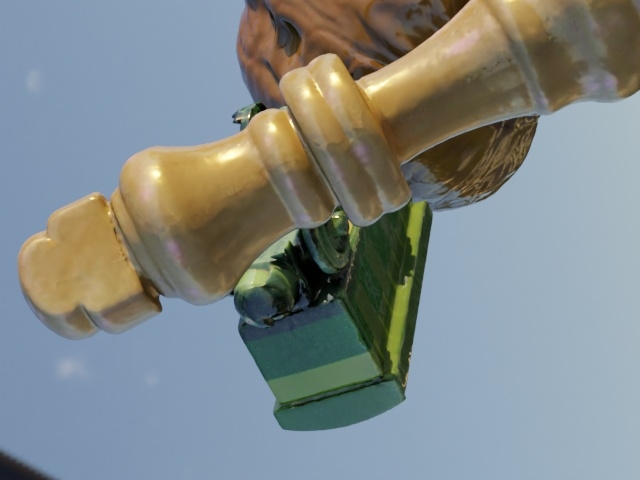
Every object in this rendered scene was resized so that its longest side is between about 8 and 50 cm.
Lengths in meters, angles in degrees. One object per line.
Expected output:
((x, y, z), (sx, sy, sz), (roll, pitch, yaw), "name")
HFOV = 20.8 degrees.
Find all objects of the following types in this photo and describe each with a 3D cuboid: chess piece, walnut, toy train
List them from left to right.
((0.000, 0.000, 1.431), (0.301, 0.120, 0.202), (-76, -35, -54), "toy train")
((0.010, -0.056, 0.991), (0.117, 0.397, 0.117), (62, -178, -4), "chess piece")
((0.083, -0.214, 1.725), (0.308, 0.354, 0.398), (27, -170, -36), "walnut")
